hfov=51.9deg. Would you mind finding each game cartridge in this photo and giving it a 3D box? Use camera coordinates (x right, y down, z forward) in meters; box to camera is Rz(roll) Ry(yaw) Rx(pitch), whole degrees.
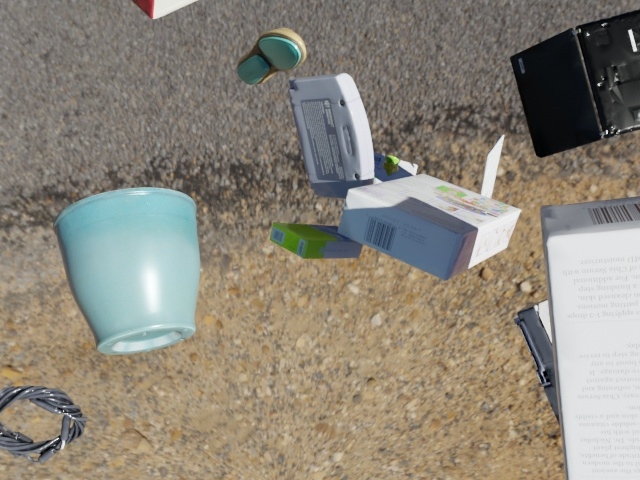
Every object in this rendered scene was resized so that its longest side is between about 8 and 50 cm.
[{"bbox_3d":[0.031,-0.243,1.561,0.198,0.297,0.062,6,28,40],"label":"game cartridge"}]

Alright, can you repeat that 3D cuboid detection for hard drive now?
[{"bbox_3d":[0.530,0.210,1.306,0.338,0.064,0.237,-10,75,-44],"label":"hard drive"}]

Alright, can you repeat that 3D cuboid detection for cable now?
[{"bbox_3d":[-0.508,0.324,1.175,0.150,0.185,0.047,-25,37,-2],"label":"cable"}]

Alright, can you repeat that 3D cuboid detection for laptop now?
[{"bbox_3d":[0.568,-0.322,1.364,0.264,0.136,0.235,-15,90,-1],"label":"laptop"}]

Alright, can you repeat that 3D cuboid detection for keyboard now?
[{"bbox_3d":[0.381,-0.132,1.493,0.014,0.256,0.072,24,63,20],"label":"keyboard"}]

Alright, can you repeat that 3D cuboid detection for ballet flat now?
[{"bbox_3d":[-0.081,-0.339,1.169,0.080,0.232,0.073,47,67,-23],"label":"ballet flat"}]

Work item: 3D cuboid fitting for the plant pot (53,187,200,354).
[{"bbox_3d":[-0.347,0.072,1.251,0.271,0.272,0.255,-13,72,-9],"label":"plant pot"}]

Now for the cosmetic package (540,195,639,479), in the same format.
[{"bbox_3d":[0.431,0.175,0.875,0.229,0.161,0.454,-5,106,18],"label":"cosmetic package"}]

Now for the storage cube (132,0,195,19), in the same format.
[{"bbox_3d":[-0.249,-0.508,1.044,0.215,0.184,0.193,-36,74,-30],"label":"storage cube"}]

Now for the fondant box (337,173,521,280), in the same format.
[{"bbox_3d":[0.224,-0.040,1.303,0.238,0.096,0.330,25,24,28],"label":"fondant box"}]

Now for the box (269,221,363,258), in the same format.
[{"bbox_3d":[0.000,0.000,1.309,0.109,0.178,0.043,27,108,43],"label":"box"}]

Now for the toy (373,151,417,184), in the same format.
[{"bbox_3d":[0.156,-0.103,1.673,0.136,0.056,0.237,17,69,-3],"label":"toy"}]
